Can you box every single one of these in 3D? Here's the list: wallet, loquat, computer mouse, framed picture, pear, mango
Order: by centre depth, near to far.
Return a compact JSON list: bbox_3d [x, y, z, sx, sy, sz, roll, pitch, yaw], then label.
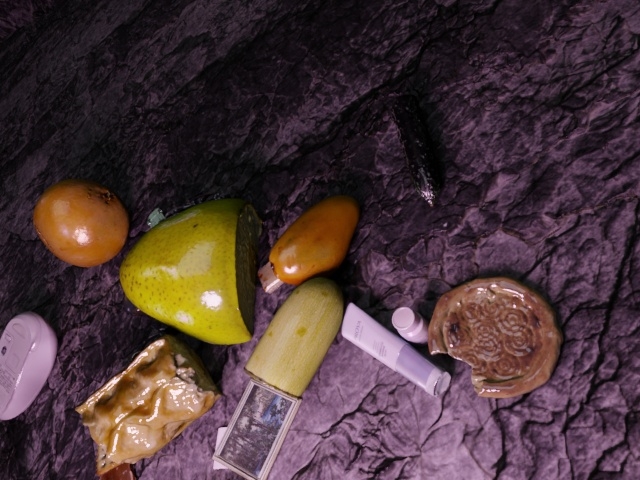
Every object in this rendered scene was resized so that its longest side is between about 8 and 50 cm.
[{"bbox_3d":[-0.130,0.380,1.191,0.142,0.011,0.183,13,69,36],"label":"framed picture"},{"bbox_3d":[-0.199,0.428,1.218,0.044,0.011,0.083,-14,55,27],"label":"wallet"},{"bbox_3d":[0.000,0.000,1.272,0.138,0.113,0.253,42,68,6],"label":"mango"},{"bbox_3d":[-0.433,0.567,1.284,0.095,0.026,0.176,-42,43,6],"label":"wallet"},{"bbox_3d":[-0.304,0.056,1.348,0.318,0.238,0.342,-6,58,10],"label":"pear"},{"bbox_3d":[-0.823,0.342,1.636,0.184,0.121,0.296,20,91,30],"label":"computer mouse"},{"bbox_3d":[-0.681,-0.049,1.685,0.263,0.263,0.262,-17,54,26],"label":"loquat"}]

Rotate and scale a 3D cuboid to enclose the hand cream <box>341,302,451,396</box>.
[{"bbox_3d":[0.130,0.201,1.103,0.255,0.048,0.079,29,113,41],"label":"hand cream"}]

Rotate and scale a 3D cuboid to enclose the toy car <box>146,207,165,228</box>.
[{"bbox_3d":[-0.460,-0.050,1.682,0.059,0.035,0.122,-46,39,3],"label":"toy car"}]

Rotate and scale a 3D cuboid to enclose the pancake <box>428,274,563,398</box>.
[{"bbox_3d":[0.298,0.159,1.019,0.235,0.029,0.212,32,78,37],"label":"pancake"}]

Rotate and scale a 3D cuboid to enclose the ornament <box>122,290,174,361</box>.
[{"bbox_3d":[-0.429,0.211,1.467,0.202,0.080,0.236,-18,54,21],"label":"ornament"}]

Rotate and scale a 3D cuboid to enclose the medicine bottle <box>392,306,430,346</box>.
[{"bbox_3d":[0.168,0.157,1.077,0.052,0.089,0.052,-17,54,25],"label":"medicine bottle"}]

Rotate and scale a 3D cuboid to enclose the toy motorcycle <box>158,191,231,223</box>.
[{"bbox_3d":[-0.328,-0.070,1.526,0.118,0.213,0.084,-20,96,41],"label":"toy motorcycle"}]

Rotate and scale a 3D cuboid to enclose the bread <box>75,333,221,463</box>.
[{"bbox_3d":[-0.360,0.337,1.255,0.252,0.196,0.239,-44,49,-8],"label":"bread"}]

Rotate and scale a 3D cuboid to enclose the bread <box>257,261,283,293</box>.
[{"bbox_3d":[-0.075,0.052,1.356,0.154,0.028,0.068,-38,46,7],"label":"bread"}]

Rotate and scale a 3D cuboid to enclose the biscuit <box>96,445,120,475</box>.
[{"bbox_3d":[-0.472,0.434,1.390,0.144,0.016,0.203,-30,44,15],"label":"biscuit"}]

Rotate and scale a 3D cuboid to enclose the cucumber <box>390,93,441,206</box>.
[{"bbox_3d":[0.213,-0.200,1.284,0.072,0.072,0.299,-25,52,21],"label":"cucumber"}]

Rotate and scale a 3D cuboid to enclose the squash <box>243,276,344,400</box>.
[{"bbox_3d":[-0.038,0.180,1.179,0.133,0.132,0.247,19,75,41],"label":"squash"}]
